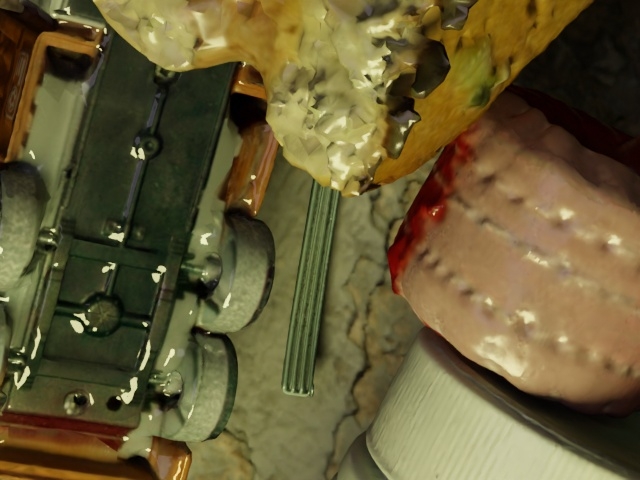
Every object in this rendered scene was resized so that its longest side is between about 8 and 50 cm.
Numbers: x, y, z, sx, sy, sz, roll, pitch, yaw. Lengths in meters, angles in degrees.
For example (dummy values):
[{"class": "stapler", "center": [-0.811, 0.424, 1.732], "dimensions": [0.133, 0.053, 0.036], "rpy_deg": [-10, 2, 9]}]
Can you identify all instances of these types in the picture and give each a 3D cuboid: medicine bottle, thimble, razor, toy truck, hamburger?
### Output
[{"class": "medicine bottle", "center": [0.063, 0.220, 0.974], "dimensions": [0.190, 0.190, 0.332], "rpy_deg": [35, 107, 24]}, {"class": "thimble", "center": [0.127, 0.002, 0.935], "dimensions": [0.163, 0.189, 0.125], "rpy_deg": [33, 105, 21]}, {"class": "razor", "center": [0.000, -0.001, 1.095], "dimensions": [0.068, 0.037, 0.191], "rpy_deg": [8, 97, -6]}, {"class": "toy truck", "center": [-0.128, -0.061, 1.075], "dimensions": [0.207, 0.173, 0.387], "rpy_deg": [34, 110, 62]}, {"class": "hamburger", "center": [0.070, -0.262, 0.864], "dimensions": [0.268, 0.287, 0.445], "rpy_deg": [31, 110, 26]}]
